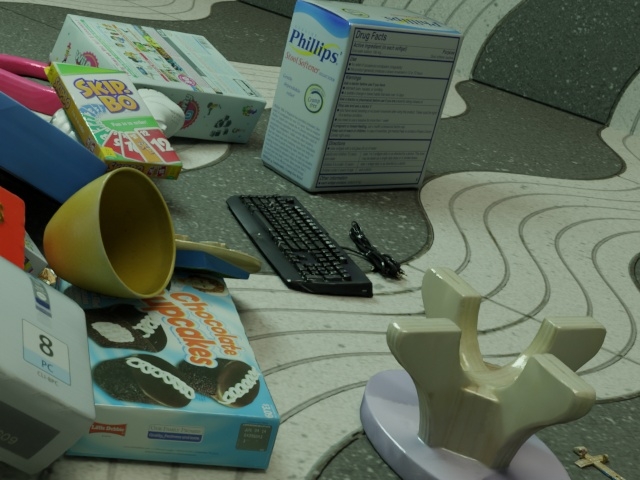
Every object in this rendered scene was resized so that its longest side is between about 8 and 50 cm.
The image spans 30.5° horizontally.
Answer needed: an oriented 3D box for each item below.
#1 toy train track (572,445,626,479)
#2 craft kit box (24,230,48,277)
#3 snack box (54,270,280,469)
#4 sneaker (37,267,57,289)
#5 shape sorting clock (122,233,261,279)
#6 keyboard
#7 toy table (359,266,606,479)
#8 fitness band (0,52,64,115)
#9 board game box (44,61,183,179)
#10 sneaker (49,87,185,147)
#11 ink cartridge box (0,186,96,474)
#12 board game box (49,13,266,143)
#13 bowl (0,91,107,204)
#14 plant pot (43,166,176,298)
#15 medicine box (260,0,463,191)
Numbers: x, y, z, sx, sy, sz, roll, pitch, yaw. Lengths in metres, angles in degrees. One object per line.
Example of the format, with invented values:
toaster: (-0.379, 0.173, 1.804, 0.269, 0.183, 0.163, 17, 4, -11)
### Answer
toy train track: (0.299, 0.235, 1.223, 0.048, 0.014, 0.083, -3, 26, -39)
craft kit box: (-0.433, -0.063, 1.285, 0.246, 0.061, 0.250, 45, -4, -33)
snack box: (-0.165, 0.113, 1.174, 0.187, 0.060, 0.322, 7, 20, -18)
sneaker: (-0.299, 0.049, 1.317, 0.083, 0.037, 0.032, -6, 56, 1)
shape sorting clock: (-0.170, 0.015, 1.354, 0.206, 0.040, 0.206, 5, -6, 1)
keyboard: (0.000, 0.000, 1.652, 0.202, 0.033, 0.317, 5, 22, -24)
toy table: (0.155, 0.148, 1.149, 0.252, 0.160, 0.274, -4, 27, -41)
fitness band: (-0.476, -0.280, 2.071, 0.291, 0.054, 0.209, 22, 21, 23)
board game box: (-0.304, -0.181, 1.702, 0.124, 0.039, 0.259, 2, 37, -38)
sneaker: (-0.295, -0.148, 1.790, 0.129, 0.111, 0.297, 33, 31, 16)
ink cartridge box: (-0.347, -0.017, 1.013, 0.308, 0.091, 0.385, 36, 22, -35)
board game box: (-0.276, -0.276, 2.022, 0.303, 0.097, 0.224, 2, 35, -47)
bowl: (-0.455, -0.161, 1.470, 0.391, 0.077, 0.391, 29, -6, 4)
plant pot: (-0.224, 0.001, 1.198, 0.095, 0.134, 0.134, -12, 8, 25)
medicine box: (0.069, -0.241, 1.975, 0.263, 0.289, 0.149, -4, 26, -42)
